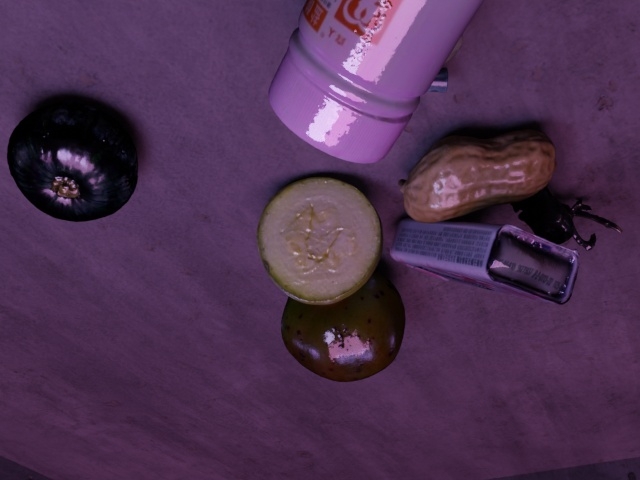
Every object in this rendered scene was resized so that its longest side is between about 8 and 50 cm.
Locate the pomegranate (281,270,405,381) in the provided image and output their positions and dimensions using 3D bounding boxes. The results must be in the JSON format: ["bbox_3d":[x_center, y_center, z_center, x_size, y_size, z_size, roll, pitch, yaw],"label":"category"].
[{"bbox_3d":[0.037,0.148,1.515,0.290,0.291,0.324,-14,113,19],"label":"pomegranate"}]

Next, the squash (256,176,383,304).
[{"bbox_3d":[0.000,0.000,1.332,0.251,0.252,0.049,-7,171,11],"label":"squash"}]

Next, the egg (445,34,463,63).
[{"bbox_3d":[0.142,-0.313,1.036,0.152,0.114,0.114,9,141,9],"label":"egg"}]

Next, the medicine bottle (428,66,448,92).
[{"bbox_3d":[0.105,-0.267,1.122,0.208,0.090,0.054,0,99,1],"label":"medicine bottle"}]

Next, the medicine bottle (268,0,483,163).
[{"bbox_3d":[0.078,-0.283,0.887,0.202,0.202,0.316,19,124,-19],"label":"medicine bottle"}]

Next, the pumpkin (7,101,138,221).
[{"bbox_3d":[-0.452,-0.142,1.237,0.232,0.163,0.233,0,139,0],"label":"pumpkin"}]

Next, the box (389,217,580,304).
[{"bbox_3d":[0.299,0.029,1.289,0.190,0.112,0.369,18,176,-22],"label":"box"}]

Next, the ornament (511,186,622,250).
[{"bbox_3d":[0.486,-0.033,1.301,0.236,0.202,0.080,23,116,-26],"label":"ornament"}]

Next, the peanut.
[{"bbox_3d":[0.281,-0.124,1.235,0.291,0.143,0.159,-14,155,16],"label":"peanut"}]
